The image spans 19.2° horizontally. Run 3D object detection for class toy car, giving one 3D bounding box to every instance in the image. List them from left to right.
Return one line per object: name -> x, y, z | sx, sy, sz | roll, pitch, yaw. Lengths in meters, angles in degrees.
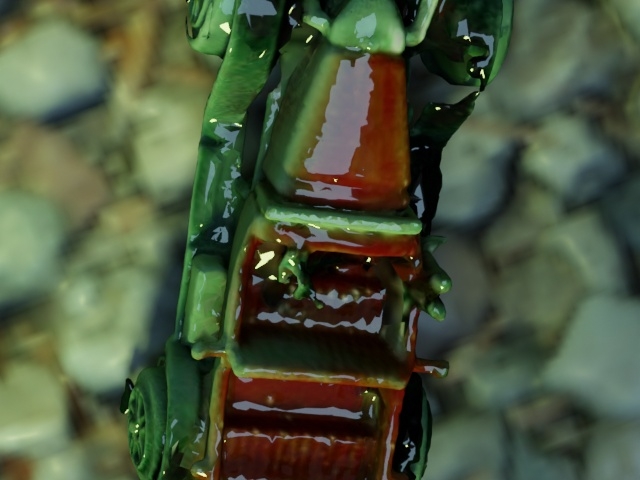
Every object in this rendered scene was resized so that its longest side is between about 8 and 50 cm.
toy car -> 0.000, 0.000, 0.425 | 0.073, 0.054, 0.143 | 6, 108, -12
